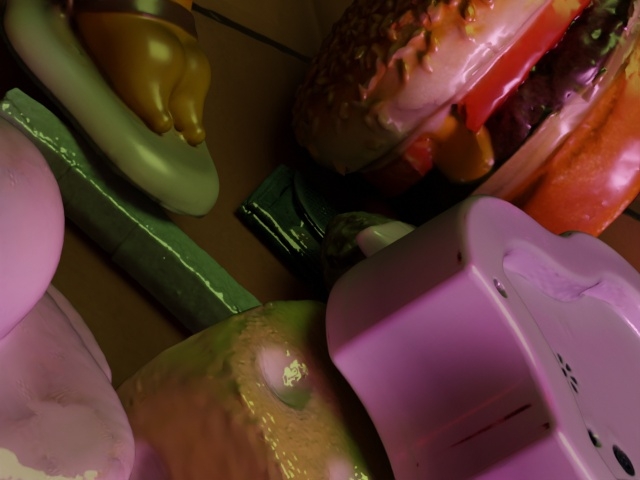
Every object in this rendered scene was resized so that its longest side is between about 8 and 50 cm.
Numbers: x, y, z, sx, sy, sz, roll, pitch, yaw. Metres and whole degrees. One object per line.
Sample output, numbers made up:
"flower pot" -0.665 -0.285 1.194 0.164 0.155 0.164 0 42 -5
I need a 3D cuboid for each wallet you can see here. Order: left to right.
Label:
"wallet" 0.000 0.000 1.307 0.129 0.026 0.088 46 31 -3

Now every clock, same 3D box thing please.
"clock" 0.149 0.114 0.982 0.338 0.102 0.338 43 25 -27

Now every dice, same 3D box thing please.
"dice" -0.031 0.147 0.960 0.166 0.169 0.169 -4 58 -54

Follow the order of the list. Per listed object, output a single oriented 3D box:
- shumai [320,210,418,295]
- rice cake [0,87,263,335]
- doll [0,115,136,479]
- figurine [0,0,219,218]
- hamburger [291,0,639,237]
"shumai" 0.068 0.066 1.244 0.184 0.142 0.184 23 0 0
"rice cake" -0.129 -0.007 1.136 0.245 0.045 0.042 44 30 -7
"doll" -0.187 0.040 0.838 0.251 0.221 0.221 48 30 7
"figurine" -0.111 -0.147 1.180 0.250 0.141 0.166 52 17 26
"hamburger" 0.145 -0.142 1.375 0.250 0.330 0.330 37 32 -13
